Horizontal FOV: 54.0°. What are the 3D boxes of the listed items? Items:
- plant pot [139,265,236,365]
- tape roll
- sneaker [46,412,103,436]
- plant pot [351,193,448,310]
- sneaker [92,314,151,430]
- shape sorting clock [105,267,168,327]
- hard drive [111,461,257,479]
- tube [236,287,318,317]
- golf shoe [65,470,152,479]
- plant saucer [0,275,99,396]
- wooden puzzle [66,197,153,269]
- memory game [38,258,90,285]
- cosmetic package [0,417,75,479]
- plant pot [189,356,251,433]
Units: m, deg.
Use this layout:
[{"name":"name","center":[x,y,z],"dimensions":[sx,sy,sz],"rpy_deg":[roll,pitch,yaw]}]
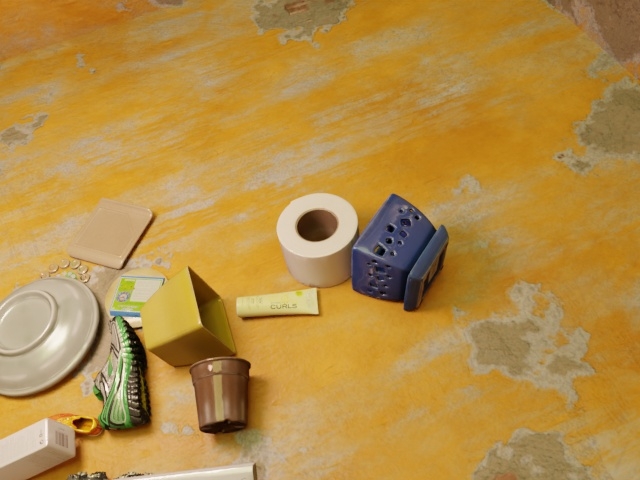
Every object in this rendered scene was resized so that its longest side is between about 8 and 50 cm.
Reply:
[{"name":"plant pot","center":[-0.389,0.239,1.795],"dimensions":[0.187,0.212,0.212],"rpy_deg":[-27,53,6]},{"name":"tape roll","center":[0.000,0.000,1.921],"dimensions":[0.246,0.169,0.246],"rpy_deg":[-5,53,6]},{"name":"sneaker","center":[-0.682,0.497,1.720],"dimensions":[0.175,0.067,0.064],"rpy_deg":[-3,56,9]},{"name":"plant pot","center":[0.235,0.048,1.816],"dimensions":[0.212,0.236,0.236],"rpy_deg":[27,61,20]},{"name":"sneaker","center":[-0.573,0.363,1.762],"dimensions":[0.146,0.134,0.343],"rpy_deg":[-15,53,-2]},{"name":"shape sorting clock","center":[-0.566,0.178,1.956],"dimensions":[0.206,0.040,0.206],"rpy_deg":[-2,54,3]},{"name":"hard drive","center":[-0.317,0.668,1.488],"dimensions":[0.353,0.047,0.233],"rpy_deg":[-8,82,3]},{"name":"tube","center":[-0.128,0.188,1.873],"dimensions":[0.240,0.062,0.070],"rpy_deg":[-4,93,0]},{"name":"golf shoe","center":[-0.507,0.645,1.580],"dimensions":[0.273,0.105,0.120],"rpy_deg":[-3,75,7]},{"name":"plant saucer","center":[-0.870,0.262,1.884],"dimensions":[0.401,0.100,0.400],"rpy_deg":[-7,55,10]},{"name":"wooden puzzle","center":[-0.709,-0.023,2.133],"dimensions":[0.221,0.044,0.238],"rpy_deg":[13,61,17]},{"name":"memory game","center":[-0.843,0.135,2.049],"dimensions":[0.186,0.012,0.186],"rpy_deg":[-4,53,6]},{"name":"cosmetic package","center":[-0.767,0.555,1.629],"dimensions":[0.231,0.117,0.085],"rpy_deg":[-24,52,6]},{"name":"plant pot","center":[-0.260,0.415,1.667],"dimensions":[0.167,0.167,0.165],"rpy_deg":[-10,60,1]}]
